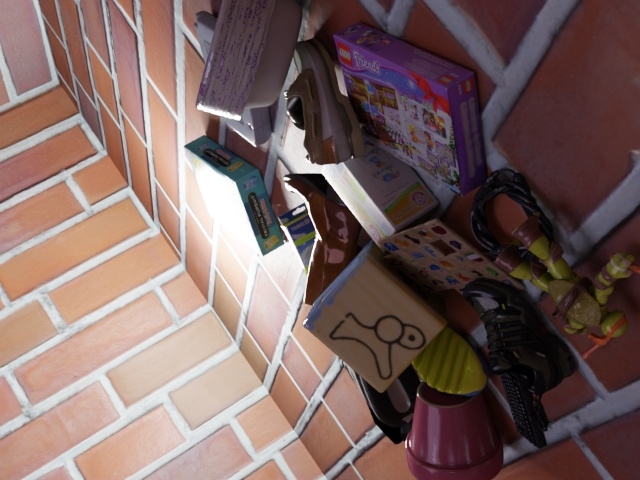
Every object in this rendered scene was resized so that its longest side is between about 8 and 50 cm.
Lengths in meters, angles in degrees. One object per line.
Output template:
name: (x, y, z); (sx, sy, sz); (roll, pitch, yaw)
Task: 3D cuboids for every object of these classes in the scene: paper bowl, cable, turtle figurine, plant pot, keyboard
paper bowl: (-0.127, -0.360, 1.583); (0.148, 0.284, 0.284); (16, 163, -10)
cable: (0.295, -0.026, 1.332); (0.150, 0.047, 0.184); (49, 155, 13)
turtle figurine: (0.351, 0.075, 1.222); (0.217, 0.087, 0.269); (42, 158, 18)
plant pot: (0.271, 0.382, 1.774); (0.201, 0.201, 0.180); (29, 133, 55)
keyboard: (0.387, 0.318, 1.635); (0.108, 0.023, 0.180); (26, 143, 57)

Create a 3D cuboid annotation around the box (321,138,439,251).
box: (0.107, -0.098, 1.582); (0.203, 0.103, 0.114); (53, 160, 15)

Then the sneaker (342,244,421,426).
sneaker: (0.076, 0.207, 2.016); (0.447, 0.169, 0.257); (69, 165, -12)

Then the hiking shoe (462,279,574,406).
hiking shoe: (0.310, 0.163, 1.430); (0.227, 0.114, 0.086); (45, 156, 17)

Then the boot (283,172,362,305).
boot: (0.000, 0.000, 1.845); (0.264, 0.096, 0.280); (16, 106, 45)

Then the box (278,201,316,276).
box: (-0.012, 0.000, 2.011); (0.178, 0.109, 0.042); (64, 164, -14)

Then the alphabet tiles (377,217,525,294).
alphabet tiles: (0.212, 0.043, 1.505); (0.198, 0.009, 0.237); (36, 157, -15)

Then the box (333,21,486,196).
box: (0.142, -0.217, 1.390); (0.293, 0.057, 0.200); (39, 154, 45)

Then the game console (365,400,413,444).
game console: (0.229, 0.501, 2.263); (0.361, 0.044, 0.213); (42, 156, 42)

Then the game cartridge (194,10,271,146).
game cartridge: (-0.199, -0.372, 2.009); (0.198, 0.062, 0.297); (36, 150, 40)

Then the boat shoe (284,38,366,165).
boat shoe: (-0.014, -0.254, 1.543); (0.113, 0.103, 0.302); (75, 175, -49)

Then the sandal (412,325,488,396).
sandal: (0.225, 0.223, 1.791); (0.317, 0.126, 0.138); (31, -176, 41)

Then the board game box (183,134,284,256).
board game box: (-0.250, -0.132, 2.445); (0.336, 0.079, 0.253); (35, 149, 50)

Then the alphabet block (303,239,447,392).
alphabet block: (0.108, 0.139, 1.648); (0.197, 0.192, 0.193); (42, -167, -1)
